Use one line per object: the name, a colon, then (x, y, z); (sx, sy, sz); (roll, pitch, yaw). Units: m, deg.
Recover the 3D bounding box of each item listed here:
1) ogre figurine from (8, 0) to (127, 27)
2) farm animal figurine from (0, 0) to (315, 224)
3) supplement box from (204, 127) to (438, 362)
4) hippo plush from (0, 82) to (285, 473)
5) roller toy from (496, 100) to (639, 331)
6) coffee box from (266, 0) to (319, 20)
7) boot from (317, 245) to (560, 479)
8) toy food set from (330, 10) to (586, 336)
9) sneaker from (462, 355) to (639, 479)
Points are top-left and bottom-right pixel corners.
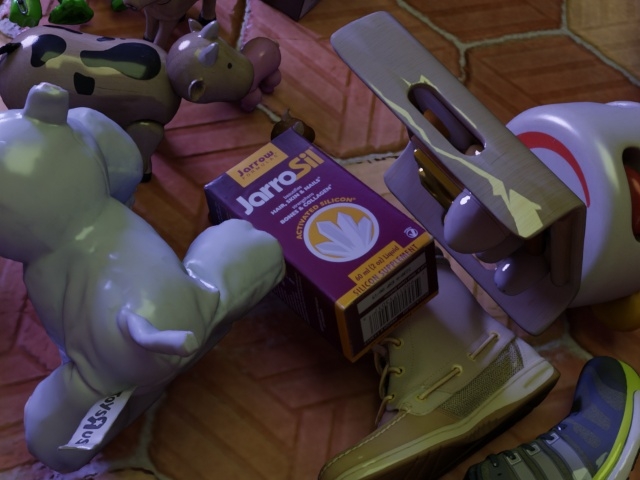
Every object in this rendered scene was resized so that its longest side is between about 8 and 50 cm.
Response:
ogre figurine: (-0.249, -0.292, 1.287); (0.197, 0.097, 0.118); (-25, 82, -14)
farm animal figurine: (-0.157, -0.162, 1.161); (0.326, 0.172, 0.330); (-11, 58, -23)
supplement box: (0.000, 0.000, 1.054); (0.104, 0.081, 0.188); (-37, 55, -20)
hippo plush: (-0.197, 0.025, 0.936); (0.236, 0.234, 0.294); (47, 19, 1)
roller toy: (0.262, -0.035, 1.174); (0.146, 0.191, 0.209); (-7, 46, -32)
coffee box: (0.023, -0.408, 1.401); (0.118, 0.168, 0.297); (34, 52, 10)
boot: (0.060, 0.107, 1.075); (0.262, 0.095, 0.203); (-26, 66, -33)
toy food set: (0.110, -0.038, 1.025); (0.092, 0.306, 0.220); (-41, 70, -5)
sneaker: (0.188, 0.203, 1.040); (0.121, 0.111, 0.300); (26, 49, 9)
